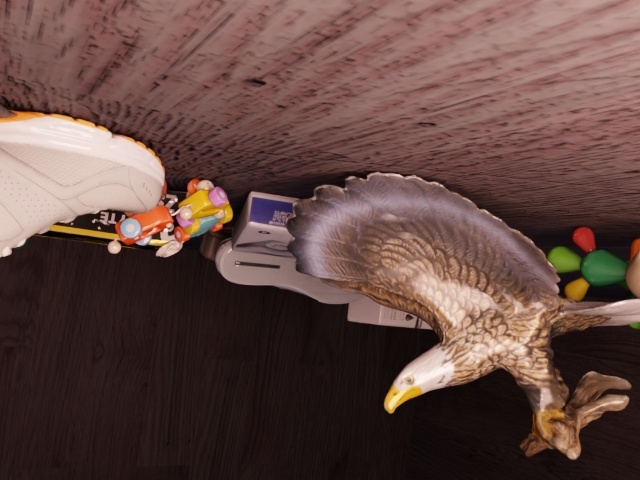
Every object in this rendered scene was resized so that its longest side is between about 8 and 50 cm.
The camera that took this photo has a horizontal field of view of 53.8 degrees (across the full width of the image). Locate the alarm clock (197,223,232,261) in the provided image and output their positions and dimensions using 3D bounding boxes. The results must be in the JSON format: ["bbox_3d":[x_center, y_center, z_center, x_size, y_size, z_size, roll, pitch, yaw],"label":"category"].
[{"bbox_3d":[-0.165,0.002,1.118,0.192,0.064,0.129,13,-169,0],"label":"alarm clock"}]

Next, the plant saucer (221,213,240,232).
[{"bbox_3d":[-0.072,-0.019,1.000,0.169,0.029,0.168,8,177,0],"label":"plant saucer"}]

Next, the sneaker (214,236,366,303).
[{"bbox_3d":[-0.038,0.033,0.974,0.258,0.094,0.091,13,-168,-22],"label":"sneaker"}]

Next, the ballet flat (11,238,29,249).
[{"bbox_3d":[-0.749,-0.051,1.400,0.096,0.095,0.280,17,166,4],"label":"ballet flat"}]

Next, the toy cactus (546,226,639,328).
[{"bbox_3d":[0.323,0.044,0.597,0.219,0.112,0.180,43,177,32],"label":"toy cactus"}]

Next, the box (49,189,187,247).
[{"bbox_3d":[-0.323,-0.036,0.879,0.257,0.079,0.322,10,175,-14],"label":"box"}]

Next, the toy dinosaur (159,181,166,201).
[{"bbox_3d":[-0.191,-0.056,0.643,0.082,0.047,0.090,-14,176,-33],"label":"toy dinosaur"}]

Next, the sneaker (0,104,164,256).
[{"bbox_3d":[-0.216,-0.032,0.430,0.099,0.120,0.262,6,176,30],"label":"sneaker"}]

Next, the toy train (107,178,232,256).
[{"bbox_3d":[-0.158,-0.027,0.672,0.125,0.046,0.166,-27,174,-3],"label":"toy train"}]

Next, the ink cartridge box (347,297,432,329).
[{"bbox_3d":[0.155,0.078,1.103,0.203,0.148,0.086,9,174,-37],"label":"ink cartridge box"}]

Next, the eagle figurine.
[{"bbox_3d":[0.124,0.062,0.577,0.225,0.298,0.226,-20,154,-44],"label":"eagle figurine"}]

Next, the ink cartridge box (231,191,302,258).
[{"bbox_3d":[0.000,0.000,0.819,0.224,0.045,0.224,8,168,-11],"label":"ink cartridge box"}]
